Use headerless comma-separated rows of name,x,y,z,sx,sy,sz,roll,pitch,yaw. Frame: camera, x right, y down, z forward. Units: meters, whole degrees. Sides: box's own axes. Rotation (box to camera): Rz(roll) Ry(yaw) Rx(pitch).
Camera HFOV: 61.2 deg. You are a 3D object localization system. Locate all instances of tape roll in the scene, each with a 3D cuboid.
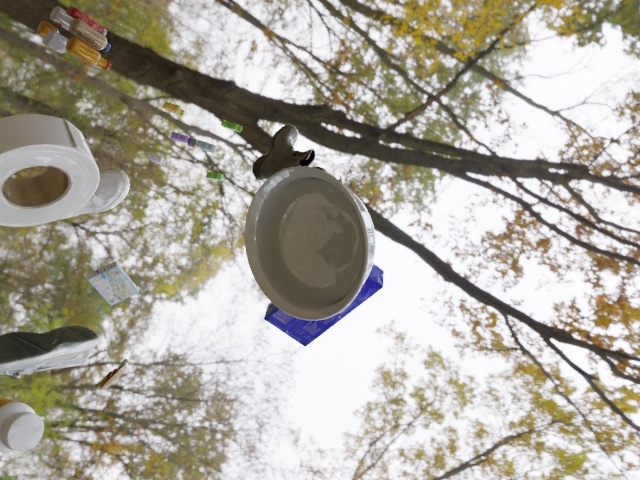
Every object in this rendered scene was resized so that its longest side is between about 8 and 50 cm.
tape roll,-0.671,-0.157,1.255,0.286,0.286,0.100,-45,-117,28

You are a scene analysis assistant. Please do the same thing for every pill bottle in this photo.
pill bottle,-0.901,0.521,1.534,0.246,0.136,0.136,0,-108,34

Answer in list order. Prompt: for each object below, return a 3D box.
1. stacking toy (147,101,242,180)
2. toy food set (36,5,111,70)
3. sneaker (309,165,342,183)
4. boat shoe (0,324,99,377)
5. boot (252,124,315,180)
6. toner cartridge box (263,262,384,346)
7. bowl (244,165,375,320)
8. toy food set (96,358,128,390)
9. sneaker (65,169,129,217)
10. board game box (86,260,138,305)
stacking toy,-0.343,-0.268,1.467,0.052,0.221,0.166,81,26,-84
toy food set,-0.607,-0.508,1.355,0.232,0.104,0.111,28,-90,38
sneaker,-0.041,-0.097,1.317,0.235,0.097,0.084,-27,-123,41
boat shoe,-0.700,0.288,1.345,0.118,0.320,0.103,25,-79,21
boot,-0.079,-0.255,1.602,0.161,0.083,0.246,4,-133,30
toner cartridge box,0.006,0.159,1.556,0.348,0.165,0.075,-42,-161,31
bowl,0.000,0.000,1.083,0.298,0.134,0.297,6,-79,35
toy food set,-0.470,0.306,1.228,0.083,0.020,0.082,-46,-178,-4
sneaker,-0.686,-0.118,1.488,0.293,0.169,0.108,-19,-91,16
board game box,-0.688,0.144,1.795,0.104,0.154,0.026,-25,-132,-7
